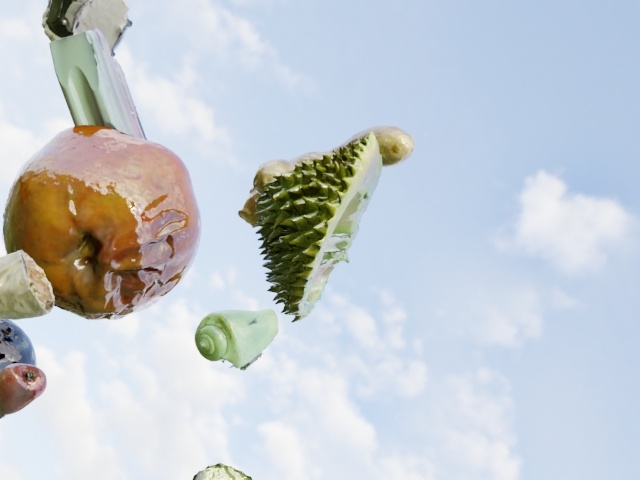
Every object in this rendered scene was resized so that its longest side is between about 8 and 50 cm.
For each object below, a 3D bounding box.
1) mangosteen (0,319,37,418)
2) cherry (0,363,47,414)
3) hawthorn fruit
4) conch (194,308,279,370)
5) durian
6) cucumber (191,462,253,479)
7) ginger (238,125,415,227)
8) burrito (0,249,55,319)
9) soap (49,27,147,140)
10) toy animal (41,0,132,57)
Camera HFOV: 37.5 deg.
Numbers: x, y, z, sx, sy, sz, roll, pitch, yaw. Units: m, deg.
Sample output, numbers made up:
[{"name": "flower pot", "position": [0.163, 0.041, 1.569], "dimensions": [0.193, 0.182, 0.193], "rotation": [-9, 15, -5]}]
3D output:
[{"name": "mangosteen", "position": [-0.889, 0.337, 2.421], "dimensions": [0.330, 0.330, 0.330], "rotation": [29, -46, 35]}, {"name": "cherry", "position": [-0.667, 0.319, 2.073], "dimensions": [0.106, 0.126, 0.087], "rotation": [50, 11, -45]}, {"name": "hawthorn fruit", "position": [-0.486, -0.020, 2.107], "dimensions": [0.472, 0.472, 0.471], "rotation": [29, -46, 35]}, {"name": "conch", "position": [-0.211, 0.255, 2.457], "dimensions": [0.143, 0.251, 0.137], "rotation": [48, -64, 39]}, {"name": "durian", "position": [0.000, 0.000, 1.318], "dimensions": [0.351, 0.169, 0.158], "rotation": [106, -34, -58]}, {"name": "cucumber", "position": [-0.197, 0.503, 1.722], "dimensions": [0.134, 0.134, 0.244], "rotation": [49, -32, 14]}, {"name": "ginger", "position": [-0.010, -0.147, 2.002], "dimensions": [0.122, 0.363, 0.348], "rotation": [65, -20, -5]}, {"name": "burrito", "position": [-0.579, 0.099, 1.602], "dimensions": [0.299, 0.143, 0.105], "rotation": [-14, -65, 15]}, {"name": "soap", "position": [-0.534, -0.342, 2.274], "dimensions": [0.109, 0.193, 0.323], "rotation": [-13, -73, 10]}, {"name": "toy animal", "position": [-0.623, -0.588, 2.512], "dimensions": [0.156, 0.204, 0.208], "rotation": [35, -82, 44]}]
